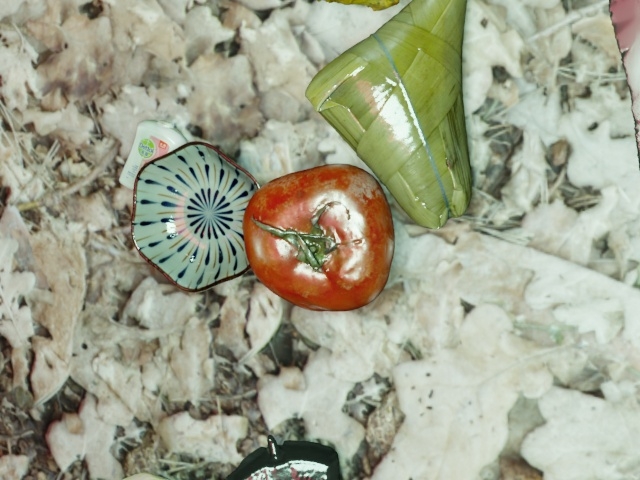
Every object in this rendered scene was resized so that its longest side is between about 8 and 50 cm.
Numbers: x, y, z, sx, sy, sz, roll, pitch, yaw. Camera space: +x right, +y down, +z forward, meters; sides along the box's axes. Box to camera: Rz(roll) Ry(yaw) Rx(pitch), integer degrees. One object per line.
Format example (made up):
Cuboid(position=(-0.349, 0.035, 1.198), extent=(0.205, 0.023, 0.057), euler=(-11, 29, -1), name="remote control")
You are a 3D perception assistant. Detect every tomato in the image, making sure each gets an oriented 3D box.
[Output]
Cuboid(position=(0.000, 0.000, 1.497), extent=(0.187, 0.151, 0.187), euler=(0, 95, 3), name="tomato")

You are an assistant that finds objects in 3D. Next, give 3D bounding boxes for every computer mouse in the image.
Cuboid(position=(-0.028, 0.367, 1.584), extent=(0.147, 0.088, 0.264), euler=(-12, 86, -3), name="computer mouse")

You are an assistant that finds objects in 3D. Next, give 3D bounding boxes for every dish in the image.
Cuboid(position=(-0.143, -0.032, 1.607), extent=(0.191, 0.066, 0.190), euler=(3, 99, 20), name="dish")

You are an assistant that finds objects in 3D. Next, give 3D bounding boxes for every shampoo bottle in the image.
Cuboid(position=(-0.212, -0.108, 1.646), extent=(0.072, 0.043, 0.099), euler=(26, 107, 17), name="shampoo bottle")

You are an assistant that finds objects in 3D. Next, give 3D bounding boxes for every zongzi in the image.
Cuboid(position=(0.143, -0.166, 1.455), extent=(0.256, 0.115, 0.228), euler=(-41, 92, 0), name="zongzi")

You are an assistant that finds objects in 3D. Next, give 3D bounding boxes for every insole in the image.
Cuboid(position=(0.370, -0.201, 1.376), extent=(0.109, 0.007, 0.322), euler=(-6, 95, 28), name="insole")

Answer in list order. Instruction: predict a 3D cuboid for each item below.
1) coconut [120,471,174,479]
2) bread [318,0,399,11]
Cuboid(position=(-0.217, 0.429, 1.621), extent=(0.259, 0.259, 0.259), euler=(4, 98, 25), name="coconut")
Cuboid(position=(0.024, -0.391, 1.441), extent=(0.268, 0.146, 0.268), euler=(3, 95, 32), name="bread")
